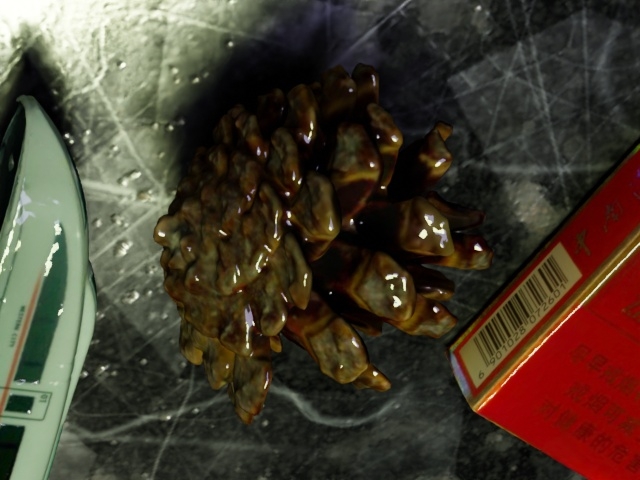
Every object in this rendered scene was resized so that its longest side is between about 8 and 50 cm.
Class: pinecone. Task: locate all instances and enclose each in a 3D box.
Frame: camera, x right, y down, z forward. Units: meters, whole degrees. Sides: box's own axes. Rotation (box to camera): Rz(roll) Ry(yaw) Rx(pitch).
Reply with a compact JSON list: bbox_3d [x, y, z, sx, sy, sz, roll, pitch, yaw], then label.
[{"bbox_3d":[0.002,-0.001,0.899,0.201,0.202,0.229,-25,169,-35],"label":"pinecone"}]

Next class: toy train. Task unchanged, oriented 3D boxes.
[{"bbox_3d":[-0.209,0.104,0.932,0.088,0.086,0.407,11,110,-25],"label":"toy train"}]

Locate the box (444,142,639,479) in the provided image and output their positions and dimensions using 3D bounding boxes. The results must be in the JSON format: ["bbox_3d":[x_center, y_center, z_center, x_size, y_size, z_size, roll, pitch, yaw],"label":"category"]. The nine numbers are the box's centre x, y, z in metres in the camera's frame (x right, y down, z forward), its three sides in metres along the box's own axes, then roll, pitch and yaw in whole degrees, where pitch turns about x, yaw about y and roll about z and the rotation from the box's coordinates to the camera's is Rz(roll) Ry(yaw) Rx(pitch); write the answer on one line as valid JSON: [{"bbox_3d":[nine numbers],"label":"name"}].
[{"bbox_3d":[0.271,0.038,1.058,0.197,0.089,0.313,33,109,-26],"label":"box"}]
